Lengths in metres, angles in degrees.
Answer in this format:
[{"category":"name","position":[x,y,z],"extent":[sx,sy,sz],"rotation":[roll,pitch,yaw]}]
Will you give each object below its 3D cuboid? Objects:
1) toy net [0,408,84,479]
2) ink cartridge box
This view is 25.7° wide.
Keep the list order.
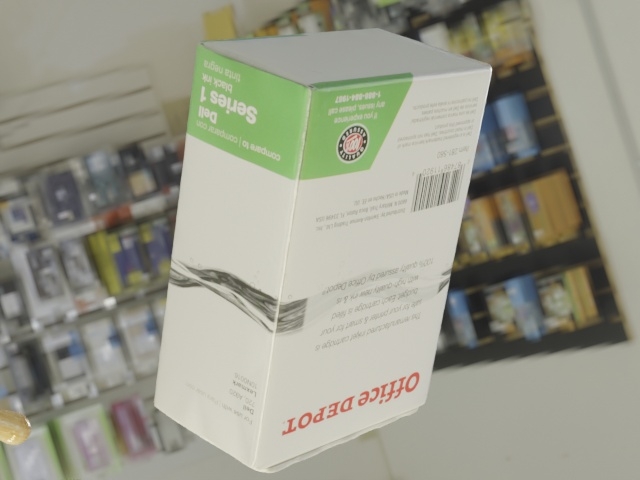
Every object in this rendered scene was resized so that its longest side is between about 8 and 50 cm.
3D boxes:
[{"category":"toy net","position":[-0.203,0.116,0.748],"extent":[0.122,0.232,0.045],"rotation":[-30,-166,8]},{"category":"ink cartridge box","position":[0.000,0.000,0.798],"extent":[0.092,0.219,0.160],"rotation":[25,-156,36]}]
